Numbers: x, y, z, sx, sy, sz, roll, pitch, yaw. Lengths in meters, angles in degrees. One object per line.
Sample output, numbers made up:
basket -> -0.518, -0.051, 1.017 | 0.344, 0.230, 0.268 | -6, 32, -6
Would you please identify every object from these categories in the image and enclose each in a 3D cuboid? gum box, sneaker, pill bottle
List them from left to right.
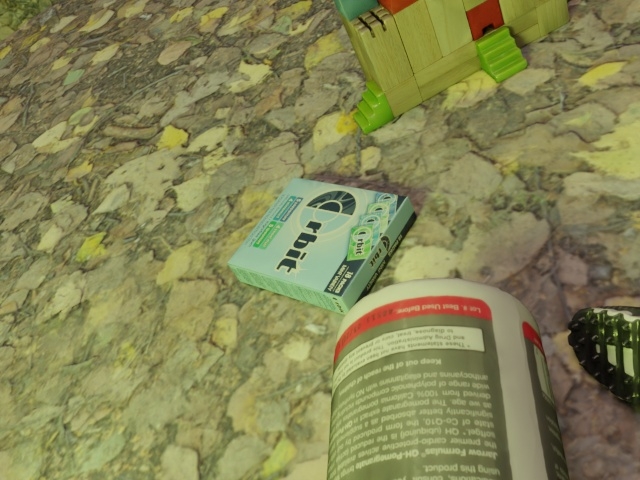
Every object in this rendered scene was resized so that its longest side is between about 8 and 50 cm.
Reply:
gum box -> 0.000, 0.000, 0.833 | 0.184, 0.041, 0.157 | 15, 58, 38
pill bottle -> 0.090, 0.198, 0.484 | 0.176, 0.176, 0.318 | -13, 44, 19
sneaker -> 0.313, 0.095, 0.538 | 0.106, 0.078, 0.234 | -11, 11, -29

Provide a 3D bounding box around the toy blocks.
toy blocks -> 0.167, -0.356, 0.922 | 0.381, 0.261, 0.191 | -29, 41, 2
